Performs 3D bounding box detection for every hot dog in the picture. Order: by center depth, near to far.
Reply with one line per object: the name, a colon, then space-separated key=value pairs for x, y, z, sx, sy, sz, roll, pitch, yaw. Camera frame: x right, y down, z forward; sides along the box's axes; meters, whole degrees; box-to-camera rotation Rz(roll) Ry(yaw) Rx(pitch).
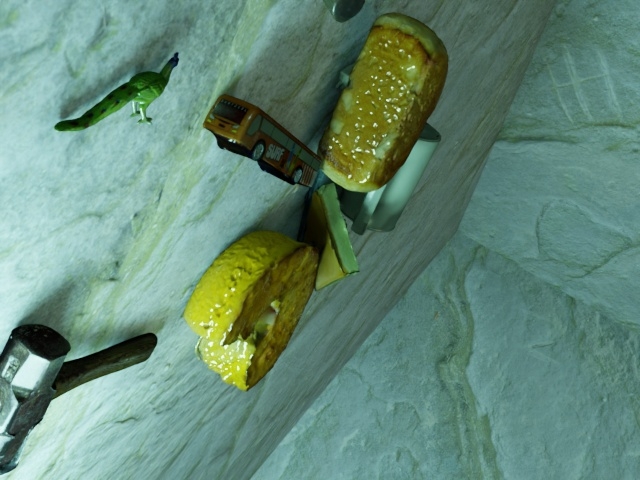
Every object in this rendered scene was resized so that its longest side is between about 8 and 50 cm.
hot dog: x=0.157 y=-0.314 z=1.451 sx=0.223 sy=0.185 sz=0.405 roll=-20 pitch=140 yaw=-60

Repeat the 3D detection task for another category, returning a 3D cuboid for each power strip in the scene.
power strip: x=0.092 y=-0.408 z=1.475 sx=0.191 sy=0.030 sz=0.047 roll=-45 pitch=157 yaw=-34

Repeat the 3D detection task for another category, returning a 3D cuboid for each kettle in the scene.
kettle: x=0.195 y=-0.186 z=1.767 sx=0.205 sy=0.265 sz=0.318 roll=12 pitch=121 yaw=-24

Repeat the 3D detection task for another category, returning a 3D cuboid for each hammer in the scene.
hammer: x=-0.439 y=0.238 z=1.117 sx=0.242 sy=0.095 sz=0.409 roll=-62 pitch=166 yaw=13

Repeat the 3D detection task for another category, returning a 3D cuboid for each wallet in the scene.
wallet: x=0.017 y=-0.135 z=1.700 sx=0.191 sy=0.046 sz=0.379 roll=-36 pitch=151 yaw=-50

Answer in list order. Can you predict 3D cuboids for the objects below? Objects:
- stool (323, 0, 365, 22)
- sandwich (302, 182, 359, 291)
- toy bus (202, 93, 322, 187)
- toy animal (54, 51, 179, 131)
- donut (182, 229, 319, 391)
stool: x=0.052 y=-0.505 z=0.834 sx=0.310 sy=0.226 sz=0.310 roll=-33 pitch=153 yaw=-19
sandwich: x=0.000 y=0.000 z=1.639 sx=0.063 sy=0.245 sz=0.212 roll=-8 pitch=167 yaw=-29
toy bus: x=-0.103 y=-0.185 z=1.245 sx=0.092 sy=0.093 sz=0.409 roll=-66 pitch=162 yaw=1
toy animal: x=-0.277 y=-0.190 z=0.879 sx=0.217 sy=0.041 sz=0.075 roll=-43 pitch=155 yaw=-28
donut: x=-0.165 y=0.152 z=1.531 sx=0.377 sy=0.163 sz=0.435 roll=-48 pitch=157 yaw=-30
